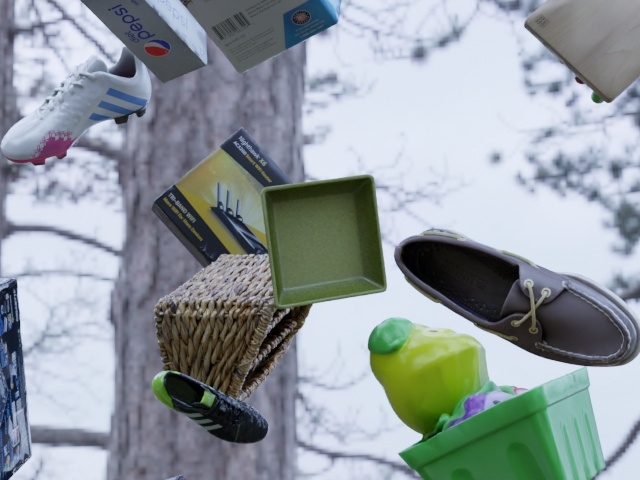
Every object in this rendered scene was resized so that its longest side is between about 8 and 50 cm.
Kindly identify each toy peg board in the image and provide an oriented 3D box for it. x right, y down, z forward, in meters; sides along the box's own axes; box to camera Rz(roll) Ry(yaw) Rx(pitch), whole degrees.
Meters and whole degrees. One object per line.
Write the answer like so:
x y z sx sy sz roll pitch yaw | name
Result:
0.384 -0.278 1.759 0.161 0.160 0.079 -41 -14 -13 | toy peg board

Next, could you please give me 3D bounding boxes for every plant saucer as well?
0.000 0.000 2.004 0.188 0.188 0.045 -8 4 -20 | plant saucer

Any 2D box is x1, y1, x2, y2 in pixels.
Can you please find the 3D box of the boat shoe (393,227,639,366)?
0.242 0.072 1.608 0.324 0.116 0.097 26 11 23 | boat shoe

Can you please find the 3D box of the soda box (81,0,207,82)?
-0.310 -0.396 2.227 0.098 0.091 0.286 -19 -35 21 | soda box

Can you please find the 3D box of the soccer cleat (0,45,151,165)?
-0.446 -0.254 2.328 0.116 0.143 0.331 25 42 32 | soccer cleat

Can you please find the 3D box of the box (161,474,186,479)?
-0.200 0.442 1.787 0.183 0.056 0.231 -23 -69 36 | box

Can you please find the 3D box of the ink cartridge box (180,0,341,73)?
-0.118 -0.452 2.043 0.198 0.197 0.270 -24 -54 24 | ink cartridge box

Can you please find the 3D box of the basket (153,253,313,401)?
-0.108 0.155 2.160 0.223 0.213 0.299 -2 16 21 | basket

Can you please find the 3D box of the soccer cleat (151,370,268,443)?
-0.151 0.232 1.786 0.179 0.060 0.072 27 -20 -10 | soccer cleat

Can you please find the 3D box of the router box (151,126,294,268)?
-0.149 -0.035 2.606 0.243 0.309 0.081 -43 1 -18 | router box

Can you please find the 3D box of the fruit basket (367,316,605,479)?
0.250 0.250 2.013 0.283 0.392 0.392 -29 -25 20 | fruit basket

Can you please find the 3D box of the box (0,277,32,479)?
-0.375 0.163 1.418 0.051 0.220 0.175 -2 10 6 | box
